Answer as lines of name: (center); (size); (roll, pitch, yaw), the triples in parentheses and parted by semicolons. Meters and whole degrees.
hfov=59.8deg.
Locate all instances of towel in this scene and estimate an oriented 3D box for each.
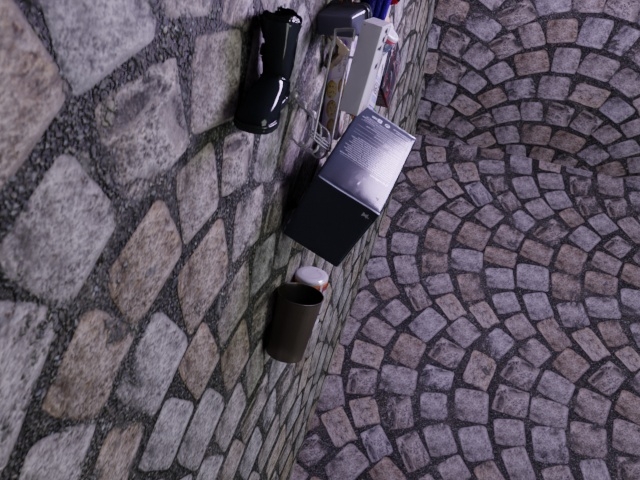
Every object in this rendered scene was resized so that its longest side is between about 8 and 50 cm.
towel: (0.174, -0.771, 1.662); (0.227, 0.076, 0.308); (101, -7, -48)

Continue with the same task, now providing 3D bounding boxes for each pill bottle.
pill bottle: (0.154, -0.619, 1.801); (0.180, 0.108, 0.108); (-43, -173, 33)
pill bottle: (-0.046, 0.216, 2.024); (0.121, 0.121, 0.221); (-51, 154, -61)

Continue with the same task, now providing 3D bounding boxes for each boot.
boot: (-0.107, -0.354, 1.139); (0.246, 0.094, 0.207); (-69, 172, -53)

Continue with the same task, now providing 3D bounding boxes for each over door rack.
over door rack: (0.009, -0.400, 1.534); (0.239, 0.108, 0.324); (0, 113, -79)

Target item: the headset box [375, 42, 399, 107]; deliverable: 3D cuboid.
headset box: (0.238, -0.673, 2.224); (0.293, 0.110, 0.218); (17, 88, -77)

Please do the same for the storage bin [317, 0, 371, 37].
storage bin: (0.058, -0.598, 1.504); (0.091, 0.135, 0.098); (-47, 144, -45)

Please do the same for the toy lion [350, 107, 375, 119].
toy lion: (0.164, -0.501, 2.148); (0.034, 0.100, 0.096); (-48, 132, -68)

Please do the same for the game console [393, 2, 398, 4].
game console: (0.251, -1.012, 1.872); (0.342, 0.060, 0.386); (-51, 146, -70)

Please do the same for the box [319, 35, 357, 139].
box: (0.055, -0.483, 1.764); (0.063, 0.067, 0.324); (-53, 156, -61)

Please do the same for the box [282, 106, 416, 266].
box: (0.092, -0.171, 1.731); (0.293, 0.212, 0.395); (-54, -174, 48)

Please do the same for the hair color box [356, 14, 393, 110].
hair color box: (0.159, -0.616, 1.965); (0.185, 0.110, 0.339); (-19, 121, -74)

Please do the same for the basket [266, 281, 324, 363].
basket: (-0.093, 0.278, 1.847); (0.204, 0.154, 0.227); (-39, 146, -73)

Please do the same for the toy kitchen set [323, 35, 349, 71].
toy kitchen set: (0.025, -0.560, 1.639); (0.083, 0.075, 0.068); (-45, -146, 10)

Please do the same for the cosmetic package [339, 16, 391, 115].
cosmetic package: (0.119, -0.463, 1.490); (0.099, 0.060, 0.239); (-48, 158, -55)
